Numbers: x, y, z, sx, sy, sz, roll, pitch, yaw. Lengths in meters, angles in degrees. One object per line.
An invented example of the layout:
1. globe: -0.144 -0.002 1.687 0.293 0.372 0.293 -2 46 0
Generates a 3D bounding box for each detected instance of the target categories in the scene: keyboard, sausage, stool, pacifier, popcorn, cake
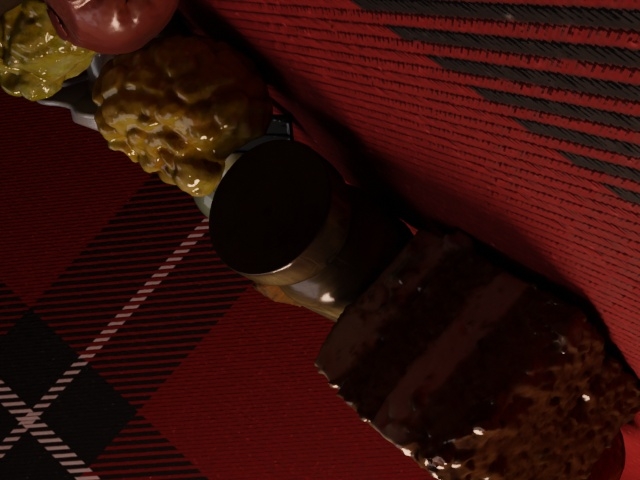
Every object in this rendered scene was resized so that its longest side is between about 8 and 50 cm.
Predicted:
1. keyboard: -0.138 -0.150 1.225 0.202 0.011 0.067 2 123 9
2. sausage: -0.233 -0.281 0.951 0.152 0.152 0.280 43 174 -17
3. stool: 0.000 0.000 1.145 0.179 0.179 0.264 37 -179 36
4. pacifier: -0.400 -0.326 1.622 0.299 0.244 0.233 21 131 35
5. popcorn: -0.466 -0.369 1.424 0.250 0.235 0.241 3 125 60
6. cake: 0.193 0.173 1.070 0.282 0.255 0.290 44 177 -38
7. popcorn: -0.173 -0.158 1.106 0.226 0.203 0.200 -1 -175 -23

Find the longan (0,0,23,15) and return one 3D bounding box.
1. longan: -0.491 -0.412 1.156 0.258 0.258 0.258 41 173 6

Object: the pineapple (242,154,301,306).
1. pineapple: -0.089 -0.061 1.456 0.362 0.202 0.202 50 180 36

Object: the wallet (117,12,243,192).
1. wallet: -0.207 -0.200 1.320 0.223 0.077 0.309 25 146 54

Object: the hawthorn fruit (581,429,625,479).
1. hawthorn fruit: 0.305 0.314 1.275 0.284 0.284 0.284 41 173 6

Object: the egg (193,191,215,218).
1. egg: -0.197 -0.105 1.887 0.192 0.149 0.149 45 173 -35
